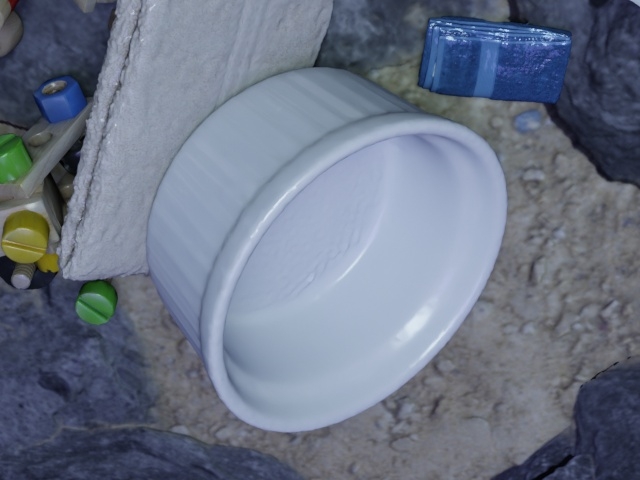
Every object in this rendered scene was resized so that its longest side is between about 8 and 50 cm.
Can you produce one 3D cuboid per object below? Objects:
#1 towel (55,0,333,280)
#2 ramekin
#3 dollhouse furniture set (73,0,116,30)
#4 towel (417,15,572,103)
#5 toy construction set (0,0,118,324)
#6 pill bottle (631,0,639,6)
[{"bbox_3d":[-0.096,-0.098,0.907,0.187,0.049,0.282,-6,125,-46],"label":"towel"},{"bbox_3d":[0.000,0.000,0.924,0.277,0.135,0.277,-24,136,-26],"label":"ramekin"},{"bbox_3d":[-0.133,-0.232,0.904,0.151,0.123,0.144,-7,131,-37],"label":"dollhouse furniture set"},{"bbox_3d":[0.141,-0.144,0.955,0.119,0.029,0.067,5,123,-3],"label":"towel"},{"bbox_3d":[-0.280,-0.041,0.903,0.257,0.237,0.309,10,122,-6],"label":"toy construction set"},{"bbox_3d":[0.291,-0.267,0.815,0.131,0.131,0.229,26,119,-15],"label":"pill bottle"}]
